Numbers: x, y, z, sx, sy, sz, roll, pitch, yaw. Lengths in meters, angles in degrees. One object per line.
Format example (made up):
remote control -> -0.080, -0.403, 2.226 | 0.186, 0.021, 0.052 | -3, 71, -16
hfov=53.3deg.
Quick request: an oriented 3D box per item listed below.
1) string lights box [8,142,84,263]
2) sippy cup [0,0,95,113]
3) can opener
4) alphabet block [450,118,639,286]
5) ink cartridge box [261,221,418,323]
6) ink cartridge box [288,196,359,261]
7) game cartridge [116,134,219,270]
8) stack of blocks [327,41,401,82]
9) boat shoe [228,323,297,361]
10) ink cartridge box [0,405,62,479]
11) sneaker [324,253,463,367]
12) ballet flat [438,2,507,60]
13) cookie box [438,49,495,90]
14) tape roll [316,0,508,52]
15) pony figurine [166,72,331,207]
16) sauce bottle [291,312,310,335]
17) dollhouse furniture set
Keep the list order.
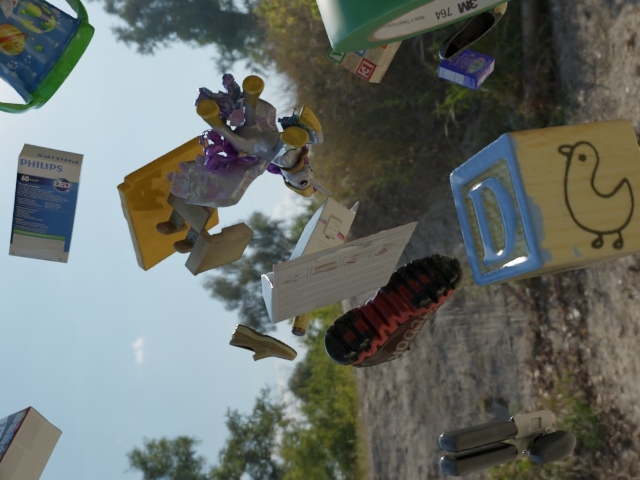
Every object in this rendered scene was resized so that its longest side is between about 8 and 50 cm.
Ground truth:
string lights box -> -0.638, -0.082, 1.485 | 0.077, 0.133, 0.260 | -113, 38, -58
sippy cup -> -0.655, -0.444, 1.391 | 0.224, 0.240, 0.306 | 35, -155, -33
can opener -> 0.327, 0.346, 1.085 | 0.095, 0.283, 0.076 | -5, 84, 52
alphabet block -> 0.331, -0.049, 0.925 | 0.193, 0.197, 0.193 | 142, 117, -73
ink cartridge box -> 0.015, 0.028, 0.818 | 0.225, 0.180, 0.056 | 97, 153, -65
ink cartridge box -> 0.000, 0.000, 1.234 | 0.115, 0.067, 0.198 | -50, 11, 47
game cartridge -> -0.418, -0.103, 1.793 | 0.285, 0.052, 0.324 | -37, -34, -32
stack of blocks -> 0.132, -0.556, 1.546 | 0.297, 0.171, 0.087 | -61, -15, 21
boat shoe -> -0.153, 0.286, 1.671 | 0.072, 0.189, 0.068 | -62, -27, -24
ink cartridge box -> -0.872, 0.628, 1.669 | 0.130, 0.271, 0.309 | 54, -157, -28
sneaker -> 0.139, 0.131, 1.128 | 0.098, 0.276, 0.135 | 53, -178, 36
ballet flat -> 0.325, -0.442, 1.349 | 0.057, 0.173, 0.049 | 38, -153, -23
cookie box -> 0.359, -0.426, 1.572 | 0.092, 0.107, 0.040 | -48, -28, -26
tape roll -> 0.154, -0.302, 0.714 | 0.321, 0.321, 0.077 | -66, -42, -79
pony figurine -> -0.146, -0.208, 1.370 | 0.363, 0.350, 0.303 | 78, -148, -73
sauce bottle -> -0.048, 0.194, 1.725 | 0.042, 0.042, 0.128 | 75, -158, -55
dollhouse furniture set -> -0.316, -0.047, 1.607 | 0.161, 0.242, 0.212 | -20, -32, -53
